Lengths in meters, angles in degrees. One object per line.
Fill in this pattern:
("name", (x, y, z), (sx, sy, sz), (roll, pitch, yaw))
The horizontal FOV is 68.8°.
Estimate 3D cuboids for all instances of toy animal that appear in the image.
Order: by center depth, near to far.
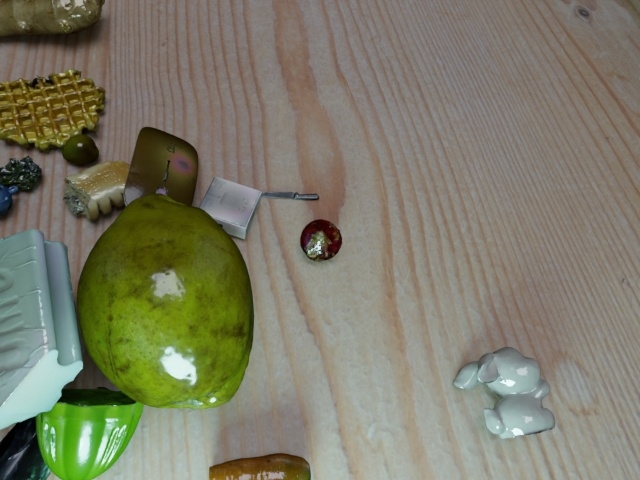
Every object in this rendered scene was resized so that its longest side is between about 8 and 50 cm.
("toy animal", (0.418, 0.345, 1.046), (0.178, 0.127, 0.193), (-13, 67, -17))

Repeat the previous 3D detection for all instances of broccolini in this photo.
("broccolini", (-0.769, -0.143, 1.102), (0.202, 0.068, 0.091), (-20, 86, -21))

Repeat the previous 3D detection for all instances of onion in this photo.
("onion", (0.000, 0.000, 1.173), (0.107, 0.097, 0.107), (-2, 100, -9))

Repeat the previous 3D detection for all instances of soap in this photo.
("soap", (-0.511, 0.145, 0.781), (0.172, 0.095, 0.290), (-21, 68, 1))

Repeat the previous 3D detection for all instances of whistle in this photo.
("whistle", (-0.766, -0.084, 1.058), (0.158, 0.090, 0.090), (-36, 73, -27))

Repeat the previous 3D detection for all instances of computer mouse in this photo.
("computer mouse", (-0.387, -0.170, 1.150), (0.158, 0.072, 0.311), (20, 45, -28))

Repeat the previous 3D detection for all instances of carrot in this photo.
("carrot", (-0.116, 0.453, 0.894), (0.193, 0.087, 0.087), (4, 60, -11))

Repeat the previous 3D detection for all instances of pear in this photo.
("pear", (-0.287, 0.120, 0.896), (0.351, 0.352, 0.414), (-12, 71, -18))

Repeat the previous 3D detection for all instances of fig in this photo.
("fig", (-0.611, -0.226, 1.181), (0.087, 0.074, 0.074), (-18, 65, 0))

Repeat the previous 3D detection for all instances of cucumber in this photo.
("cucumber", (-0.553, 0.411, 0.832), (0.115, 0.086, 0.193), (19, 52, 1))

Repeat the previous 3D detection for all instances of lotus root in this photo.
("lotus root", (-0.426, 0.365, 0.846), (0.186, 0.186, 0.186), (5, 60, -9))

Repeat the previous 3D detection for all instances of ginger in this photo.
("ginger", (-0.824, -0.685, 1.342), (0.375, 0.166, 0.237), (-1, 70, -19))

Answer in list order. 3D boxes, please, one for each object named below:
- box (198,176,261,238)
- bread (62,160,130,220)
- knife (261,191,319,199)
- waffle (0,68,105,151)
("box", (-0.231, -0.085, 1.185), (0.129, 0.051, 0.130), (18, 54, -2))
("bread", (-0.526, -0.121, 1.129), (0.177, 0.084, 0.119), (-32, 73, -26))
("knife", (-0.087, -0.122, 1.267), (0.170, 0.010, 0.023), (1, 61, -10))
("waffle", (-0.724, -0.351, 1.231), (0.309, 0.065, 0.283), (22, 61, -3))
